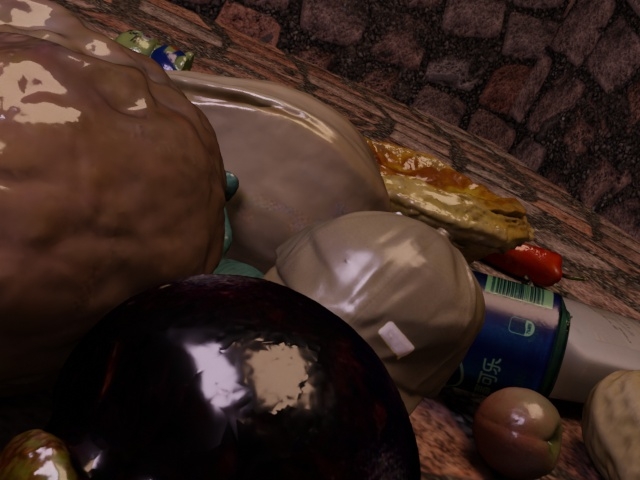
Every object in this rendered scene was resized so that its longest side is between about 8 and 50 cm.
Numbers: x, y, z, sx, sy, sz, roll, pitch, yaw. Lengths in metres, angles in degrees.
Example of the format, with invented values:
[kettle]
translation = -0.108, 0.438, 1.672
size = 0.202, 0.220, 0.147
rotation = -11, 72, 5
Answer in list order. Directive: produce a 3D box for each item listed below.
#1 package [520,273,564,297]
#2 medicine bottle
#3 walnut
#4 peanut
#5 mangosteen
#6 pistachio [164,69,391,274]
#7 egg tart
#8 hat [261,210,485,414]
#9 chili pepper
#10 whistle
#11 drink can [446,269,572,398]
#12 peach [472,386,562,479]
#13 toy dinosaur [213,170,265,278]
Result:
[package]
translation = 0.383, 0.136, 1.248
size = 0.232, 0.040, 0.166
rotation = 36, 20, 2
[medicine bottle]
translation = 0.278, 0.124, 0.991
size = 0.296, 0.111, 0.161
rotation = 17, 19, -36
[walnut]
translation = -0.192, -0.024, 0.503
size = 0.273, 0.227, 0.273
rotation = 21, 22, -9
[peanut]
translation = 0.341, 0.214, 0.756
size = 0.152, 0.152, 0.313
rotation = 24, 19, -10
[mangosteen]
translation = -0.066, 0.117, 0.385
size = 0.230, 0.194, 0.194
rotation = -21, 45, -34
[pistachio]
translation = -0.086, -0.071, 0.847
size = 0.331, 0.208, 0.226
rotation = 23, -29, 5
[egg tart]
translation = 0.129, -0.043, 1.197
size = 0.352, 0.150, 0.352
rotation = 20, 14, -5
[hat]
translation = 0.030, 0.052, 0.567
size = 0.166, 0.144, 0.173
rotation = 39, 12, 3
[chili pepper]
translation = 0.339, 0.030, 1.454
size = 0.272, 0.071, 0.063
rotation = 20, 56, -6
[whistle]
translation = -0.273, -0.301, 1.469
size = 0.227, 0.085, 0.105
rotation = 27, 25, -1
[drink can]
translation = 0.131, 0.083, 0.818
size = 0.204, 0.118, 0.118
rotation = 16, 14, 11
[peach]
translation = 0.173, 0.170, 0.739
size = 0.083, 0.083, 0.083
rotation = 25, 16, -8
[toy dinosaur]
translation = -0.098, 0.072, 0.618
size = 0.383, 0.129, 0.331
rotation = 26, 25, 1
